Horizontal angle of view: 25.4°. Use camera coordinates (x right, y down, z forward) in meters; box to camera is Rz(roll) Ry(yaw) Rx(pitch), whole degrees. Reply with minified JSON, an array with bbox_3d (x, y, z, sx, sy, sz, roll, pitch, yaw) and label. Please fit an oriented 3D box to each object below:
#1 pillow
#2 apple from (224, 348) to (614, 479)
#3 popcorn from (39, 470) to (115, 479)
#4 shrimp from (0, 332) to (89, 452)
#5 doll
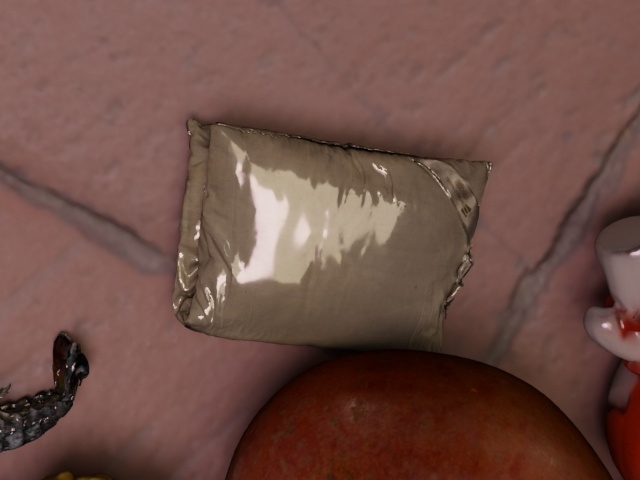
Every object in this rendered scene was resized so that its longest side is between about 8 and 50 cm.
[{"bbox_3d":[0.000,0.000,0.861,0.181,0.078,0.134,10,97,-15],"label":"pillow"},{"bbox_3d":[0.061,0.180,0.832,0.253,0.253,0.254,-2,99,-14],"label":"apple"},{"bbox_3d":[-0.155,0.221,0.806,0.155,0.197,0.198,35,89,-15],"label":"popcorn"},{"bbox_3d":[-0.217,0.103,0.821,0.174,0.082,0.076,-9,96,-20],"label":"shrimp"},{"bbox_3d":[0.261,0.112,0.921,0.161,0.130,0.290,-28,110,-11],"label":"doll"}]
